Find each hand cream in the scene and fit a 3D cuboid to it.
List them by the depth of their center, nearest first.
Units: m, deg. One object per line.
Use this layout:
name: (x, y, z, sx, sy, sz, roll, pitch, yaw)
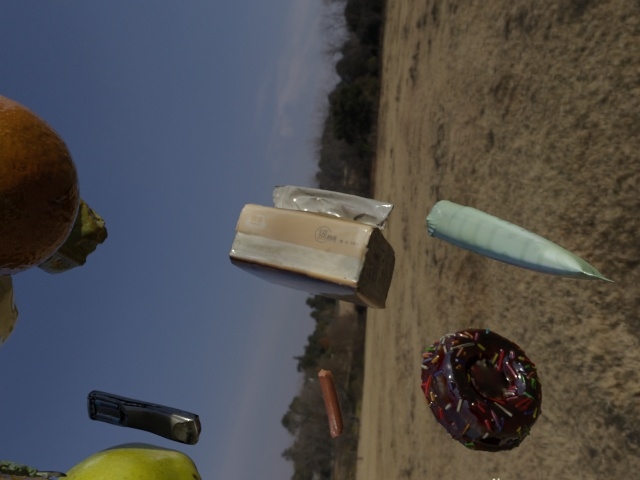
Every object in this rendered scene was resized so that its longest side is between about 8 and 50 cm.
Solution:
hand cream: (0.213, 0.005, 0.603, 0.078, 0.204, 0.050, 15, -81, -48)

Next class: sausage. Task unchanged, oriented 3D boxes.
sausage: (0.023, 0.348, 1.167, 0.030, 0.035, 0.147, -10, -92, -61)

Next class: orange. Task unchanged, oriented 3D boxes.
orange: (-0.472, -0.079, 0.750, 0.264, 0.264, 0.264, 5, -90, -87)

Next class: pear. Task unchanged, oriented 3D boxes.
pear: (-0.326, 0.471, 0.875, 0.294, 0.294, 0.295, 5, -90, -87)

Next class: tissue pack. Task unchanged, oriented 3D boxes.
tissue pack: (0.000, 0.000, 1.176, 0.238, 0.305, 0.239, -35, -49, -55)

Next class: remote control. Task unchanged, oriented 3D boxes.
remote control: (-0.303, 0.301, 0.929, 0.028, 0.212, 0.059, -42, -41, -70)

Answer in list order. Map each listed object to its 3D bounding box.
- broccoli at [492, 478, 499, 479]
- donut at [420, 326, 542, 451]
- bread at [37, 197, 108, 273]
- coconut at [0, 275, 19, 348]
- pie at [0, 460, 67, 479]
broccoli: (0.309, 0.386, 0.449, 0.310, 0.413, 0.321, -17, -65, -48)
donut: (0.297, 0.261, 0.993, 0.089, 0.235, 0.235, 112, 168, -50)
bread: (-0.740, -0.045, 1.466, 0.252, 0.238, 0.196, 58, -156, -46)
coconut: (-0.598, 0.115, 0.861, 0.224, 0.224, 0.224, 5, -90, -87)
pie: (-0.293, 0.168, 0.326, 0.302, 0.302, 0.067, 86, -173, -72)
